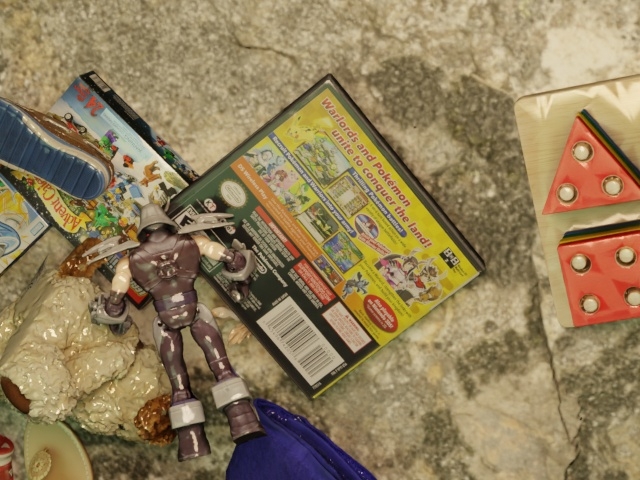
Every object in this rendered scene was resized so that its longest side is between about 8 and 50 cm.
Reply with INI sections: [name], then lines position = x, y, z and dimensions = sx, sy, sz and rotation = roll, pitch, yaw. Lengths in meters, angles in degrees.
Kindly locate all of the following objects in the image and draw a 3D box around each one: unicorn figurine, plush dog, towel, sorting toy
[unicorn figurine]
position = -0.086, 0.034, 1.826
dimensions = 0.111, 0.060, 0.162
rotation = -17, 123, -13
[plush dog]
position = -0.250, 0.142, 1.838
dimensions = 0.225, 0.262, 0.210
rotation = 46, 75, -21
[towel]
position = -0.044, 0.364, 1.869
dimensions = 0.227, 0.076, 0.308
rotation = 39, 116, 39
[sorting toy]
position = 0.345, -0.041, 1.669
dimensions = 0.257, 0.089, 0.255
rotation = -10, 102, 18

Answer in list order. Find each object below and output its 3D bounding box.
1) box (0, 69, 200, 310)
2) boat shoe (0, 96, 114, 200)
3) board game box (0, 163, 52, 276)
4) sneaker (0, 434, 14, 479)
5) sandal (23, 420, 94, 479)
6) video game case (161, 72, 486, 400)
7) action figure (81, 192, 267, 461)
[box]
position = -0.234, -0.057, 1.853
dimensions = 0.233, 0.044, 0.159
rotation = 44, 111, 1
[boat shoe]
position = -0.313, -0.108, 1.801
dimensions = 0.183, 0.066, 0.066
rotation = 35, 113, -1
[board game box]
position = -0.425, -0.009, 1.925
dimensions = 0.201, 0.035, 0.136
rotation = -42, 91, 21
[sneaker]
position = -0.486, 0.303, 2.001
dimensions = 0.221, 0.087, 0.128
rotation = 4, 104, 16
[sandal]
position = -0.325, 0.336, 1.965
dimensions = 0.088, 0.079, 0.240
rotation = -3, 104, 16
[video game case]
position = 0.000, 0.000, 1.762
dimensions = 0.248, 0.035, 0.275
rotation = -38, 101, 11
[action figure]
position = -0.148, 0.086, 1.710
dimensions = 0.185, 0.099, 0.285
rotation = -17, 84, 5
